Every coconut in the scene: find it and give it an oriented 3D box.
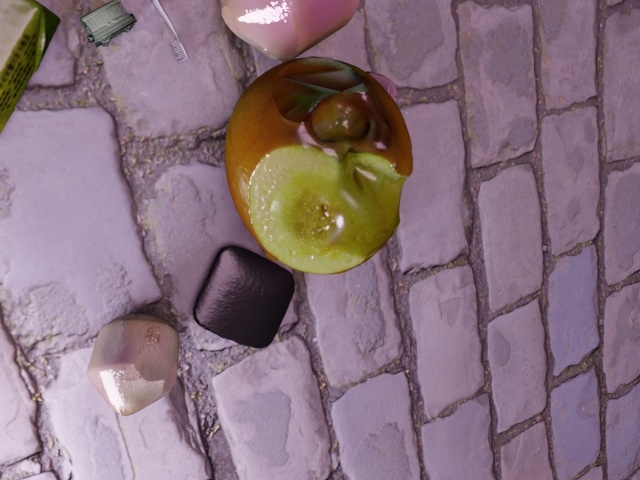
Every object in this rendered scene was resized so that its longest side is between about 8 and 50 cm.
[{"bbox_3d":[-0.076,-0.468,0.891,0.245,0.233,0.233,-34,113,-18],"label":"coconut"},{"bbox_3d":[-0.349,0.235,0.897,0.171,0.182,0.170,-4,142,-3],"label":"coconut"}]

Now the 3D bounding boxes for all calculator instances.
[{"bbox_3d":[0.111,-0.343,1.115,0.166,0.024,0.103,-5,102,-27],"label":"calculator"}]

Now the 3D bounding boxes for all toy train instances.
[{"bbox_3d":[-0.378,-0.387,0.847,0.093,0.038,0.056,-39,113,-15],"label":"toy train"}]

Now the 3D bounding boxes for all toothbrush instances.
[{"bbox_3d":[-0.317,-0.463,0.874,0.025,0.019,0.275,-29,112,-11],"label":"toothbrush"}]

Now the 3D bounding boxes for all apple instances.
[{"bbox_3d":[0.006,-0.142,0.886,0.374,0.374,0.384,-28,72,-20],"label":"apple"}]

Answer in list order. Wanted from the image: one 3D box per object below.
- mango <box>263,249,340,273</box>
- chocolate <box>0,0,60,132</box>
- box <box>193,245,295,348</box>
[{"bbox_3d":[0.003,0.001,1.081,0.262,0.109,0.157,-1,104,-26],"label":"mango"},{"bbox_3d":[-0.596,-0.305,0.693,0.301,0.137,0.288,28,87,-29],"label":"chocolate"},{"bbox_3d":[-0.165,0.128,1.057,0.213,0.042,0.201,26,88,-30],"label":"box"}]
